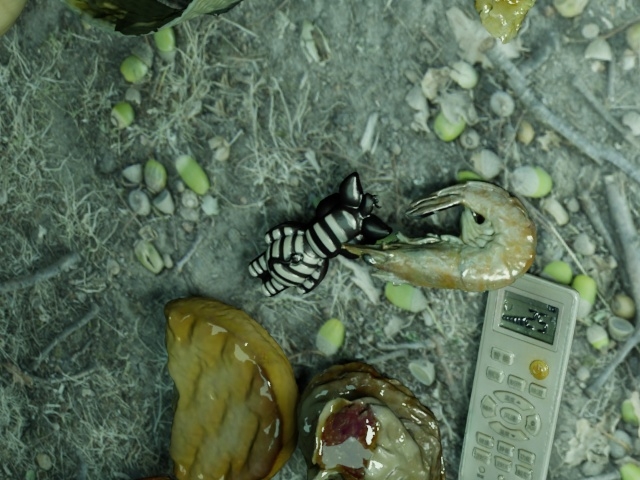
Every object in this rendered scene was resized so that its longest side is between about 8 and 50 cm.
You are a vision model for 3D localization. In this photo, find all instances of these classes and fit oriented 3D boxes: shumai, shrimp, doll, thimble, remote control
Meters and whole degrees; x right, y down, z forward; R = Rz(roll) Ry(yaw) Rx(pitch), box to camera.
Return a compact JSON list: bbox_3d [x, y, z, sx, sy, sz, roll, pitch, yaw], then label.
[{"bbox_3d":[0.045,0.274,1.802,0.184,0.185,0.218,-5,108,32],"label":"shumai"},{"bbox_3d":[0.133,-0.006,1.686,0.223,0.047,0.126,3,84,13],"label":"shrimp"},{"bbox_3d":[0.000,0.000,1.786,0.219,0.067,0.091,-34,88,37],"label":"doll"},{"bbox_3d":[-0.188,-0.370,1.687,0.270,0.150,0.271,12,116,26],"label":"thimble"},{"bbox_3d":[0.235,0.181,1.736,0.109,0.055,0.313,20,115,31],"label":"remote control"}]

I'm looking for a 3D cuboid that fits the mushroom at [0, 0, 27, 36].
[{"bbox_3d":[-0.481,-0.388,1.750,0.325,0.353,0.353,15,118,15],"label":"mushroom"}]

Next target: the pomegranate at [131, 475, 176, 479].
[{"bbox_3d":[-0.216,0.421,2.011,0.235,0.210,0.210,-25,96,29],"label":"pomegranate"}]

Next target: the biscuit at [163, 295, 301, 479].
[{"bbox_3d":[-0.118,0.209,1.931,0.213,0.091,0.274,21,118,25],"label":"biscuit"}]

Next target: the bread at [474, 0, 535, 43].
[{"bbox_3d":[0.200,-0.298,1.548,0.136,0.054,0.154,-29,97,33],"label":"bread"}]
